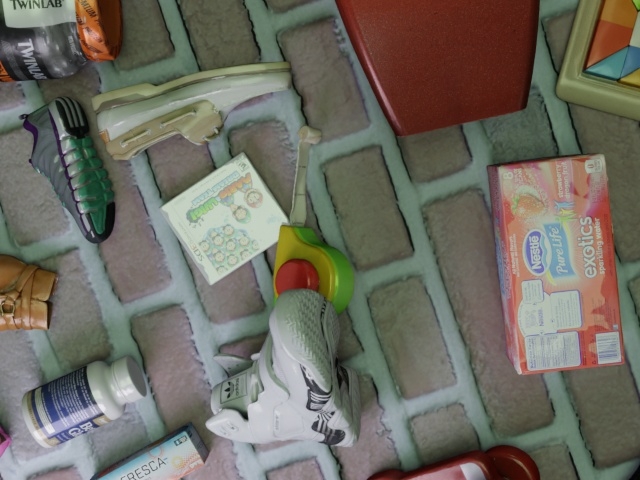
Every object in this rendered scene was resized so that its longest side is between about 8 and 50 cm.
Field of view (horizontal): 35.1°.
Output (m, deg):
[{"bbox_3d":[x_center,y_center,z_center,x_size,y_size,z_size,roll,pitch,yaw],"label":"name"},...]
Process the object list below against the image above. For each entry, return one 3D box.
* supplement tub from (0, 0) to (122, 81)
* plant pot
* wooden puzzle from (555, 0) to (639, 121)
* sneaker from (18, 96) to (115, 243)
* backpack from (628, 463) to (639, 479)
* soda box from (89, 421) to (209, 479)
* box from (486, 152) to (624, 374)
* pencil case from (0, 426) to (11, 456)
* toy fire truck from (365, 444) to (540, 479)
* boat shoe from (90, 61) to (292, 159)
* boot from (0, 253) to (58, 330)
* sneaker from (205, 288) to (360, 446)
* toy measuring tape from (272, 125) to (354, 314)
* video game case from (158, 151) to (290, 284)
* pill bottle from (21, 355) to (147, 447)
[{"bbox_3d":[-0.463,-0.325,1.423,0.338,0.207,0.207,-3,95,2],"label":"supplement tub"},{"bbox_3d":[0.163,-0.286,1.395,0.267,0.267,0.235,-12,106,3],"label":"plant pot"},{"bbox_3d":[0.480,-0.297,1.481,0.221,0.044,0.238,15,95,0],"label":"wooden puzzle"},{"bbox_3d":[-0.380,-0.098,1.517,0.098,0.083,0.223,-15,90,23],"label":"sneaker"},{"bbox_3d":[0.550,0.371,1.502,0.158,0.117,0.173,32,92,-2],"label":"backpack"},{"bbox_3d":[-0.265,0.352,1.549,0.183,0.058,0.063,-29,93,3],"label":"soda box"},{"bbox_3d":[0.335,0.030,1.464,0.154,0.142,0.299,-7,94,2],"label":"box"},{"bbox_3d":[-0.579,0.274,1.538,0.209,0.095,0.098,43,110,0],"label":"pencil case"},{"bbox_3d":[0.221,0.462,1.512,0.254,0.169,0.302,-24,94,27],"label":"toy fire truck"},{"bbox_3d":[-0.180,-0.192,1.481,0.303,0.113,0.103,-11,96,13],"label":"boat shoe"},{"bbox_3d":[-0.486,0.120,1.531,0.153,0.073,0.197,12,98,-4],"label":"boot"},{"bbox_3d":[-0.069,0.192,1.415,0.210,0.365,0.137,-5,56,10],"label":"sneaker"},{"bbox_3d":[0.000,0.000,1.484,0.122,0.121,0.329,7,91,1],"label":"toy measuring tape"},{"bbox_3d":[-0.141,-0.033,1.533,0.157,0.019,0.143,-33,93,4],"label":"video game case"},{"bbox_3d":[-0.353,0.238,1.524,0.169,0.094,0.094,-25,94,4],"label":"pill bottle"}]
